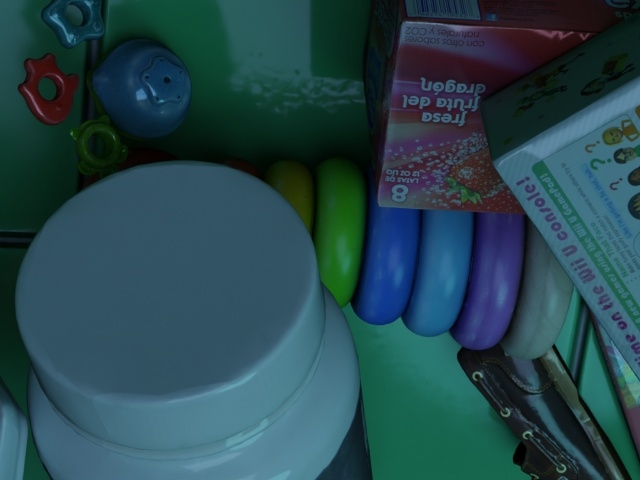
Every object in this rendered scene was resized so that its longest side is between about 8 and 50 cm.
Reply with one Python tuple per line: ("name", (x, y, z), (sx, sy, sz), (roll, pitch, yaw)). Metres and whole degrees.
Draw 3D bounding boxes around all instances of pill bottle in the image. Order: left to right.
("pill bottle", (-0.071, 0.127, 1.097), (0.204, 0.204, 0.361), (-14, 143, -3))

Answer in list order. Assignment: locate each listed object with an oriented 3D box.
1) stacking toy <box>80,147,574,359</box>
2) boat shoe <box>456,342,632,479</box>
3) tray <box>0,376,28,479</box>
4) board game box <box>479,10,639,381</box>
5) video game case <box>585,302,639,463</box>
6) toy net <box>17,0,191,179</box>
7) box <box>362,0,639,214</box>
("stacking toy", (0.000, 0.000, 1.176), (0.330, 0.141, 0.141), (5, 112, -6))
("boat shoe", (0.174, 0.145, 1.295), (0.073, 0.073, 0.207), (-31, 107, 6))
("tray", (-0.238, 0.106, 1.107), (0.030, 0.270, 0.145), (-3, 115, -28))
("board game box", (0.278, -0.054, 0.993), (0.303, 0.097, 0.224), (-30, 114, 14))
("video game case", (0.303, 0.039, 1.294), (0.204, 0.025, 0.285), (-22, 114, 1))
("toy net", (-0.173, -0.153, 1.103), (0.122, 0.045, 0.232), (-41, 106, -29))
("box", (0.183, -0.113, 1.114), (0.300, 0.154, 0.142), (2, 129, -6))
